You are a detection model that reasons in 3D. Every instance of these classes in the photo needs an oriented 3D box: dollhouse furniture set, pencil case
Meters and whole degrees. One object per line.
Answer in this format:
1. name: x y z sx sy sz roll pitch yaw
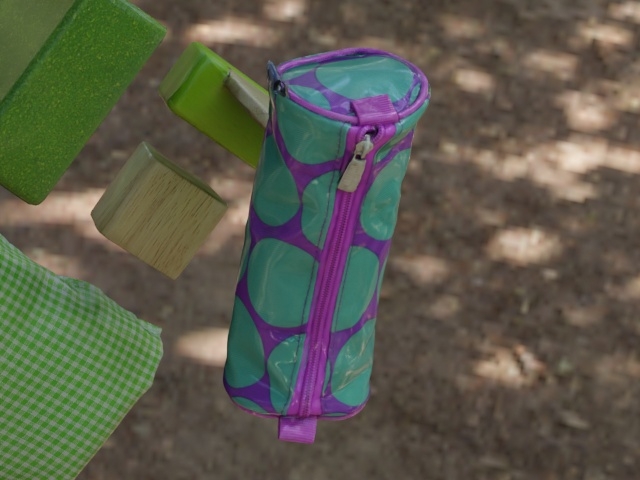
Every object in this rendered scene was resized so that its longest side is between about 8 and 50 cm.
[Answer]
1. dollhouse furniture set: -0.138 0.033 0.912 0.197 0.301 0.151 34 5 -28
2. pencil case: 0.000 0.000 0.751 0.064 0.152 0.070 4 28 -11
